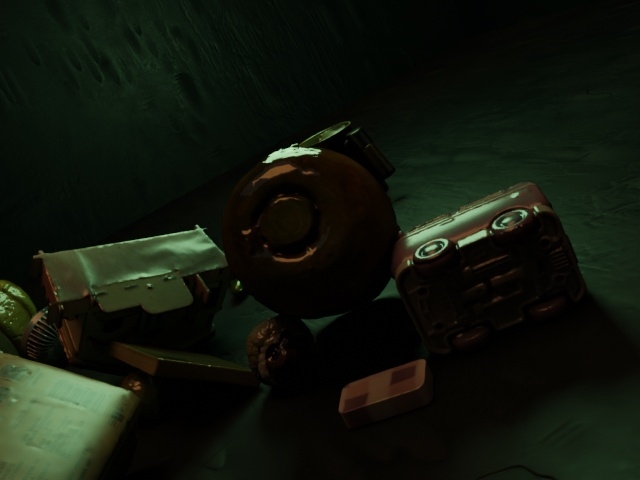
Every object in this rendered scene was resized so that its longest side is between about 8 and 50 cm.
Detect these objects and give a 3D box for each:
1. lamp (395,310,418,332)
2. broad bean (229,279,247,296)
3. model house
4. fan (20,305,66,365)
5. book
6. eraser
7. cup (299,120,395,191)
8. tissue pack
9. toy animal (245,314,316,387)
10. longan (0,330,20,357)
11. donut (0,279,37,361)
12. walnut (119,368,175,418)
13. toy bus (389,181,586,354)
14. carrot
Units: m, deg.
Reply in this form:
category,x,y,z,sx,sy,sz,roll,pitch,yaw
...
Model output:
category,x,y,z,sx,sy,sz,roll,pitch,yaw
lamp,0.148,0.081,1.020,0.121,0.041,0.054,-35,8,-16
broad bean,-0.179,0.080,1.572,0.069,0.039,0.227,-25,13,-17
model house,-0.318,0.127,1.284,0.326,0.169,0.244,-11,-36,-37
fan,-0.572,0.197,1.724,0.074,0.130,0.244,23,22,19
book,-0.207,0.180,1.118,0.161,0.026,0.231,13,-6,-29
eraser,0.074,0.172,0.850,0.105,0.026,0.065,-22,18,16
cup,0.074,-0.173,1.715,0.239,0.177,0.166,-17,17,32
tissue pack,-0.359,0.305,0.854,0.239,0.238,0.305,-24,16,12
toy animal,-0.053,0.163,1.025,0.098,0.137,0.098,4,46,-4
longan,-0.664,0.265,1.283,0.319,0.318,0.319,-25,15,7
donut,-0.734,0.205,1.702,0.209,0.261,0.128,1,34,13
walnut,-0.261,0.228,1.140,0.092,0.092,0.092,-25,15,7
toy bus,0.192,0.033,0.904,0.203,0.142,0.142,-23,21,11
carrot,0.000,0.000,1.030,0.224,0.224,0.341,-25,-14,8
